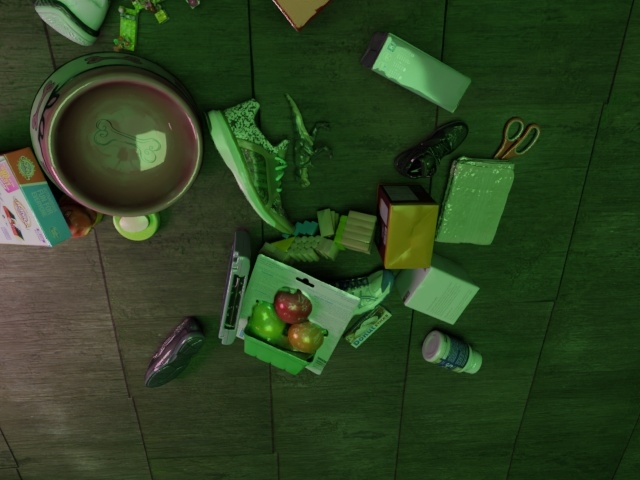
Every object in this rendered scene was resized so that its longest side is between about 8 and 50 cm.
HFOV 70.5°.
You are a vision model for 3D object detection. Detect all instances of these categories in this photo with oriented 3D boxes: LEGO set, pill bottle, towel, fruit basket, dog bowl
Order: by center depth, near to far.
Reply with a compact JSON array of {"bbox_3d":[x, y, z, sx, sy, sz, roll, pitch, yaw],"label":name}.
[{"bbox_3d":[-0.426,-0.520,1.070,0.287,0.107,0.132,-39,112,13],"label":"LEGO set"},{"bbox_3d":[-0.470,-0.236,1.101,0.407,0.150,0.408,-13,119,-25],"label":"dog bowl"},{"bbox_3d":[0.459,-0.113,1.365,0.187,0.049,0.282,4,121,-6],"label":"towel"},{"bbox_3d":[-0.087,0.233,1.403,0.327,0.165,0.353,23,117,1],"label":"fruit basket"},{"bbox_3d":[0.462,0.396,1.581,0.186,0.112,0.112,23,112,-14],"label":"pill bottle"}]

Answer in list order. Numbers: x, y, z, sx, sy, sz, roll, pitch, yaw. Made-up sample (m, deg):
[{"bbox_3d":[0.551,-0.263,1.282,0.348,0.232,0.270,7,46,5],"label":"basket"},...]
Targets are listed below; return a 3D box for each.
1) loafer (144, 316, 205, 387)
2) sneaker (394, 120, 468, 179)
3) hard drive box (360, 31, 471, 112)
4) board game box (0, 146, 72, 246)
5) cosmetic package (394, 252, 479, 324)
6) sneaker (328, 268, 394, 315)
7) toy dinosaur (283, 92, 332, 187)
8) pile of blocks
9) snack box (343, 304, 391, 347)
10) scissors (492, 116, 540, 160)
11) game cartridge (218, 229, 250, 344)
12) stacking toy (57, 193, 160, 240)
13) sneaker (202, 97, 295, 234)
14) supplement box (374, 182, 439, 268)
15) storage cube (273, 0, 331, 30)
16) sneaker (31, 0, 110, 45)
[{"bbox_3d":[-0.492,0.377,1.522,0.302,0.095,0.109,-46,141,21],"label":"loafer"},{"bbox_3d":[0.321,-0.242,1.255,0.227,0.130,0.087,-30,116,7],"label":"sneaker"},{"bbox_3d":[0.231,-0.423,1.130,0.232,0.181,0.089,22,112,-14],"label":"hard drive box"},{"bbox_3d":[-0.810,-0.106,1.172,0.316,0.064,0.242,2,118,30],"label":"board game box"},{"bbox_3d":[0.360,0.139,1.427,0.183,0.151,0.151,24,111,-16],"label":"cosmetic package"},{"bbox_3d":[0.095,0.172,1.445,0.296,0.112,0.131,-38,112,12],"label":"sneaker"},{"bbox_3d":[-0.028,-0.271,1.251,0.118,0.064,0.268,-4,113,5],"label":"toy dinosaur"},{"bbox_3d":[0.000,0.000,1.373,0.362,0.149,0.112,-10,160,10],"label":"pile of blocks"},{"bbox_3d":[0.160,0.293,1.557,0.064,0.022,0.178,37,107,-21],"label":"snack box"},{"bbox_3d":[0.521,-0.226,1.337,0.109,0.021,0.297,28,110,-16],"label":"scissors"},{"bbox_3d":[-0.254,0.131,1.347,0.062,0.198,0.297,11,114,-9],"label":"game cartridge"},{"bbox_3d":[-0.577,-0.116,1.240,0.279,0.130,0.309,21,113,-14],"label":"stacking toy"},{"bbox_3d":[-0.146,-0.198,1.233,0.182,0.158,0.410,-30,116,-1],"label":"sneaker"},{"bbox_3d":[0.237,-0.047,1.303,0.129,0.194,0.191,-1,116,-4],"label":"supplement box"},{"bbox_3d":[-0.042,-0.615,1.014,0.193,0.184,0.215,-38,113,15],"label":"storage cube"},{"bbox_3d":[-0.612,-0.633,0.989,0.210,0.137,0.366,-43,117,14],"label":"sneaker"}]
